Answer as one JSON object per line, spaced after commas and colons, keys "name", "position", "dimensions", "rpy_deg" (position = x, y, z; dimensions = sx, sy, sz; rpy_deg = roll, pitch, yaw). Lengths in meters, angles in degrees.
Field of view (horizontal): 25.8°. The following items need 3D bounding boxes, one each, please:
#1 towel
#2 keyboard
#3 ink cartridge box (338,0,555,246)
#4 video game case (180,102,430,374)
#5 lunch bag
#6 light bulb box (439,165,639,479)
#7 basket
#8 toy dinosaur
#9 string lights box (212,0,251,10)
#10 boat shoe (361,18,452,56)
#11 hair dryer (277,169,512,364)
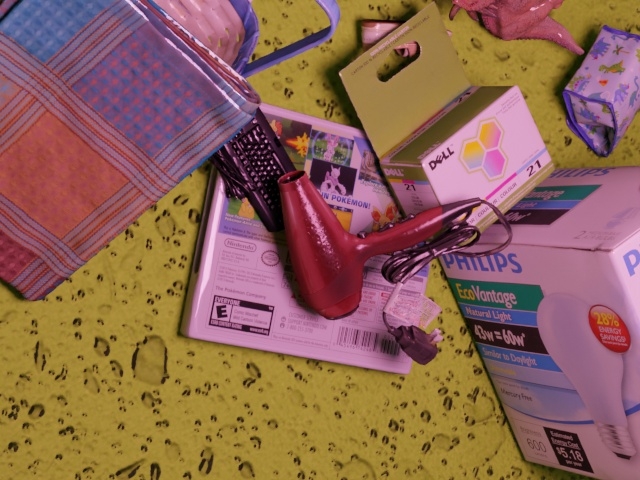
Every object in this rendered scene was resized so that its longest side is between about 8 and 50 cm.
{"name": "towel", "position": [-0.279, -0.112, 1.467], "dimensions": [0.370, 0.040, 0.271], "rpy_deg": [-40, 117, 21]}
{"name": "keyboard", "position": [-0.080, -0.093, 1.675], "dimensions": [0.100, 0.038, 0.192], "rpy_deg": [-40, 110, -22]}
{"name": "ink cartridge box", "position": [0.161, -0.148, 1.768], "dimensions": [0.189, 0.097, 0.255], "rpy_deg": [-39, 116, -25]}
{"name": "video game case", "position": [0.000, 0.000, 1.768], "dimensions": [0.329, 0.036, 0.299], "rpy_deg": [13, 86, -29]}
{"name": "lunch bag", "position": [0.411, -0.206, 1.964], "dimensions": [0.128, 0.096, 0.151], "rpy_deg": [-57, 146, -15]}
{"name": "light bulb box", "position": [0.388, 0.108, 1.814], "dimensions": [0.225, 0.358, 0.361], "rpy_deg": [-33, 107, -27]}
{"name": "basket", "position": [-0.152, -0.262, 1.508], "dimensions": [0.255, 0.289, 0.201], "rpy_deg": [45, 39, -21]}
{"name": "toy dinosaur", "position": [0.247, -0.326, 1.844], "dimensions": [0.200, 0.127, 0.295], "rpy_deg": [-45, 139, -8]}
{"name": "string lights box", "position": [-0.156, -0.396, 1.629], "dimensions": [0.260, 0.077, 0.133], "rpy_deg": [45, 72, -25]}
{"name": "boat shoe", "position": [0.109, -0.261, 1.813], "dimensions": [0.135, 0.050, 0.045], "rpy_deg": [-1, 106, -29]}
{"name": "hair dryer", "position": [0.066, 0.002, 1.709], "dimensions": [0.294, 0.080, 0.223], "rpy_deg": [27, 97, -20]}
